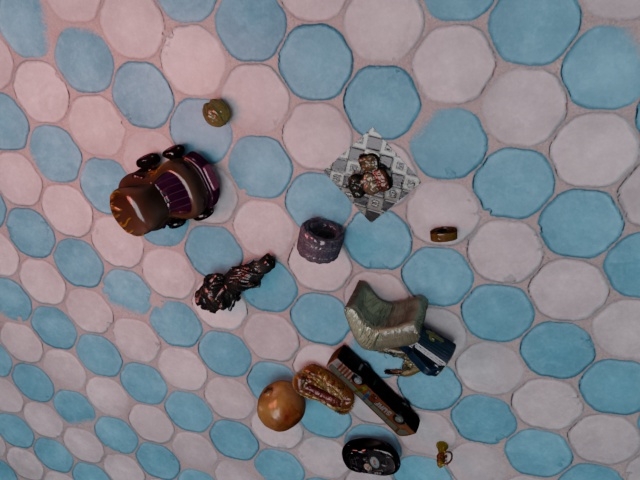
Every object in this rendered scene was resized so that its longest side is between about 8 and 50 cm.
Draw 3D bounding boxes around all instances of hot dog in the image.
[{"bbox_3d":[0.016,0.556,2.108,0.252,0.069,0.131,31,90,-1],"label":"hot dog"}]

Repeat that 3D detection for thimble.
[{"bbox_3d":[-0.001,0.001,1.830,0.150,0.150,0.098,20,123,7],"label":"thimble"}]

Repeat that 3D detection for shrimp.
[{"bbox_3d":[0.264,0.424,2.001,0.217,0.051,0.150,13,124,7],"label":"shrimp"}]

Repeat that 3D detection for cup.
[{"bbox_3d":[0.348,0.368,1.883,0.155,0.176,0.131,35,121,6],"label":"cup"}]

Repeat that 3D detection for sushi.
[{"bbox_3d":[0.154,-0.191,1.750,0.219,0.047,0.231,-39,98,28],"label":"sushi"}]

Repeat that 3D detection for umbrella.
[{"bbox_3d":[-0.297,0.164,2.010,0.336,0.128,0.154,-18,105,20],"label":"umbrella"}]

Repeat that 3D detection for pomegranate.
[{"bbox_3d":[-0.151,0.625,2.144,0.191,0.191,0.191,7,115,14],"label":"pomegranate"}]

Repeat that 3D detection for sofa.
[{"bbox_3d":[0.219,0.229,1.838,0.225,0.210,0.176,-13,108,25],"label":"sofa"}]

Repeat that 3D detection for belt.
[{"bbox_3d":[0.383,-0.018,1.755,0.083,0.059,0.036,-6,113,7],"label":"belt"}]

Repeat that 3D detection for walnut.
[{"bbox_3d":[-0.329,-0.402,1.783,0.092,0.092,0.092,7,115,14],"label":"walnut"}]

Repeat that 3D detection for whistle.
[{"bbox_3d":[0.456,0.795,2.078,0.057,0.109,0.046,4,114,9],"label":"whistle"}]

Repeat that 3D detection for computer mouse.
[{"bbox_3d":[0.199,0.826,2.178,0.233,0.096,0.137,-2,108,22],"label":"computer mouse"}]

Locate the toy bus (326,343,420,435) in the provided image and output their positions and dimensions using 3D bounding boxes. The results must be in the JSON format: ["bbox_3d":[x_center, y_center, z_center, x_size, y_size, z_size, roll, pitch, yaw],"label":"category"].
[{"bbox_3d":[0.197,0.549,2.053,0.409,0.093,0.092,45,126,-5],"label":"toy bus"}]

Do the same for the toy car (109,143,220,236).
[{"bbox_3d":[-0.523,-0.148,1.866,0.340,0.240,0.271,-14,111,25],"label":"toy car"}]
